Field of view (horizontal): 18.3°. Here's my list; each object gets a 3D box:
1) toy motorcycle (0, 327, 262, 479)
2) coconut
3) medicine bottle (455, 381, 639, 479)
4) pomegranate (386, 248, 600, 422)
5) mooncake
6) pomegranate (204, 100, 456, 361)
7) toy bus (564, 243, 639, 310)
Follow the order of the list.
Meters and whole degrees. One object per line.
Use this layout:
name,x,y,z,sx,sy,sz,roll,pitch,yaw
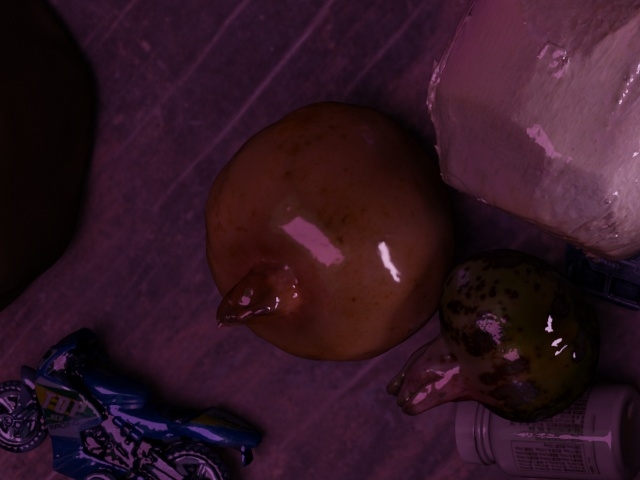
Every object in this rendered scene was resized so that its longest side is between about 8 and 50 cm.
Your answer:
toy motorcycle,-0.179,0.161,1.769,0.254,0.092,0.135,21,103,11
coconut,0.197,-0.113,1.426,0.227,0.227,0.230,27,93,19
medicine bottle,0.183,0.151,1.583,0.140,0.079,0.079,0,103,27
pomegranate,0.136,0.084,1.511,0.125,0.163,0.138,19,144,59
mooncake,-0.395,-0.086,1.749,0.378,0.201,0.378,8,107,25
pomegranate,0.010,-0.007,1.569,0.207,0.207,0.207,7,106,25
toy bus,0.269,0.028,1.527,0.166,0.047,0.065,19,115,21
